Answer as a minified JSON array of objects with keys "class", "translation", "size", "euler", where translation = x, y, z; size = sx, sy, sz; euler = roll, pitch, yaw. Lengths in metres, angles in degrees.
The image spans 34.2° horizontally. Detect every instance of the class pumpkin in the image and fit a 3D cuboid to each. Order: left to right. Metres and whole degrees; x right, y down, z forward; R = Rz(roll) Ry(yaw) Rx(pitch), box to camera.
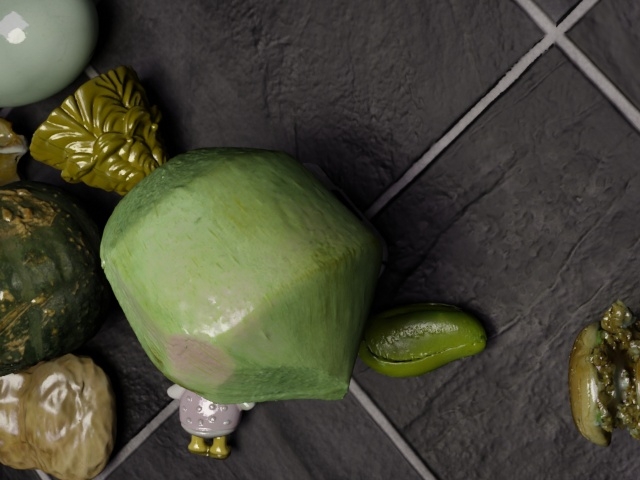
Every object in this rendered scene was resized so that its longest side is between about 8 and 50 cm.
[{"class":"pumpkin","translation":[-0.450,0.059,1.422],"size":[0.327,0.291,0.258],"euler":[-11,100,34]}]

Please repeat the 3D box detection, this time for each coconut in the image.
[{"class":"coconut","translation":[-0.076,0.051,1.177],"size":[0.281,0.328,0.328],"euler":[-43,79,2]}]

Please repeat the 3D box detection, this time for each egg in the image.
[{"class":"egg","translation":[-0.421,-0.276,1.430],"size":[0.264,0.183,0.183],"euler":[-22,87,30]}]

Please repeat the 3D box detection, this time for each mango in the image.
[{"class":"mango","translation":[0.127,0.125,1.309],"size":[0.165,0.074,0.091],"euler":[-4,90,11]}]

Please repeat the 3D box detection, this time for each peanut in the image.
[{"class":"peanut","translation":[-0.407,0.255,1.523],"size":[0.233,0.110,0.197],"euler":[5,101,22]}]

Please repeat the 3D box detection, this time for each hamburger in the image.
[{"class":"hamburger","translation":[0.340,0.150,1.178],"size":[0.131,0.159,0.185],"euler":[2,116,25]}]

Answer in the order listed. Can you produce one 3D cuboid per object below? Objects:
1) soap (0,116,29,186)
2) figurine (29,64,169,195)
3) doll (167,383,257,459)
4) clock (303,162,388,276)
[{"class":"soap","translation":[-0.621,-0.195,1.558],"size":[0.304,0.169,0.339],"euler":[-16,59,-17]},{"class":"figurine","translation":[-0.207,-0.064,1.385],"size":[0.315,0.187,0.168],"euler":[45,106,3]},{"class":"doll","translation":[-0.147,0.197,1.425],"size":[0.129,0.081,0.207],"euler":[8,97,14]},{"class":"clock","translation":[0.000,0.000,1.341],"size":[0.117,0.080,0.176],"euler":[-45,78,20]}]
